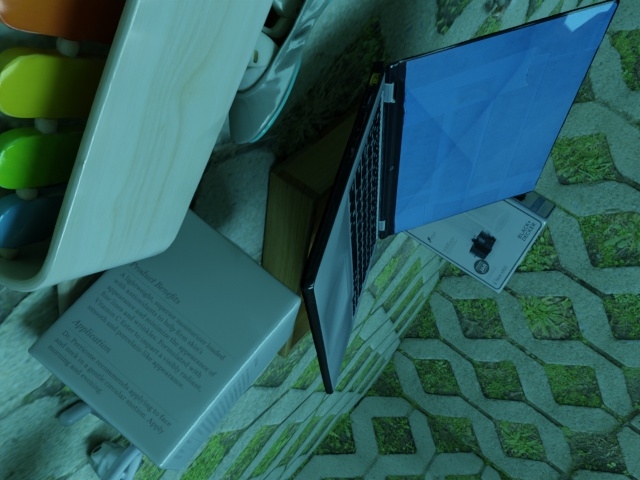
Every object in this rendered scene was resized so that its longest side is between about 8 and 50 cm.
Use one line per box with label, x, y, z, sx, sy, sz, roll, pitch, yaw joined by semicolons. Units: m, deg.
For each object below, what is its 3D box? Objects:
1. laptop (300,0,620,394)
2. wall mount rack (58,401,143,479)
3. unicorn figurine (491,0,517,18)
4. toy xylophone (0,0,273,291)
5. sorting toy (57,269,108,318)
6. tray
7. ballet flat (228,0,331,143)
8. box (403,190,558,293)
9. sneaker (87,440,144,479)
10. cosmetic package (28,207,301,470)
laptop;0.159;-0.023;0.736;0.382;0.236;0.408;81;25;-62
wall mount rack;-0.311;0.328;0.581;0.350;0.130;0.304;-63;174;25
unicorn figurine;0.343;-0.445;1.023;0.162;0.060;0.111;-43;167;18
toy xylophone;-0.138;-0.092;0.364;0.323;0.081;0.236;-59;162;16
sorting toy;-0.206;0.030;0.532;0.062;0.012;0.083;-41;158;-44
tray;0.000;0.000;0.917;0.203;0.076;0.411;-43;161;-33
ballet flat;-0.039;-0.185;0.506;0.068;0.072;0.213;22;104;-44
box;0.240;-0.062;1.066;0.087;0.290;0.169;-35;153;-50
sneaker;-0.271;0.289;0.790;0.054;0.061;0.152;-52;-177;-32
cosmetic package;-0.135;0.095;0.576;0.184;0.151;0.151;-48;171;-21
